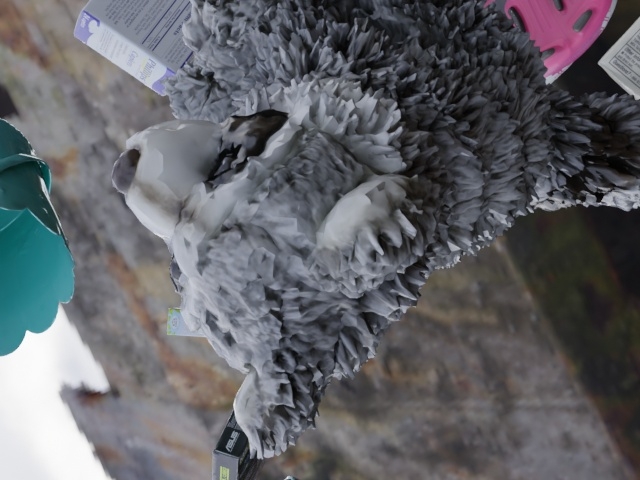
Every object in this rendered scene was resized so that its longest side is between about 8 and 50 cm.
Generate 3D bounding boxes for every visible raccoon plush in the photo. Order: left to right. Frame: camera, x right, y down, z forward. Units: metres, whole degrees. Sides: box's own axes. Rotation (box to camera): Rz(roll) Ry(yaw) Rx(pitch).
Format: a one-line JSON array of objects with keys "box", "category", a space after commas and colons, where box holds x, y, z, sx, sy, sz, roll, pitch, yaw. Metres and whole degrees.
[{"box": [0.099, -0.034, 0.749, 0.299, 0.447, 0.216, -114, 25, -52], "category": "raccoon plush"}]

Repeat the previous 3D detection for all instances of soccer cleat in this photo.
[{"box": [0.180, -0.181, 1.341, 0.143, 0.331, 0.116, -10, -113, -54], "category": "soccer cleat"}]

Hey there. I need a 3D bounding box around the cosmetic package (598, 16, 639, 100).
[{"box": [0.451, -0.227, 1.315, 0.129, 0.296, 0.153, 29, -162, -45], "category": "cosmetic package"}]

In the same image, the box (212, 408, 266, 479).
[{"box": [-0.102, 0.282, 1.859, 0.184, 0.045, 0.190, 93, -162, -48], "category": "box"}]

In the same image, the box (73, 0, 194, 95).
[{"box": [-0.209, -0.269, 1.596, 0.137, 0.126, 0.072, 35, 152, -5], "category": "box"}]

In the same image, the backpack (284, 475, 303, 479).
[{"box": [-0.020, 0.298, 1.101, 0.144, 0.188, 0.165, 22, -117, -18], "category": "backpack"}]

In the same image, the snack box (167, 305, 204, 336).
[{"box": [-0.134, 0.104, 1.677, 0.141, 0.100, 0.037, 3, -88, -83], "category": "snack box"}]

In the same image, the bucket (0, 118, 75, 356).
[{"box": [-0.423, -0.006, 1.474, 0.281, 0.281, 0.183, 57, -171, -50], "category": "bucket"}]
